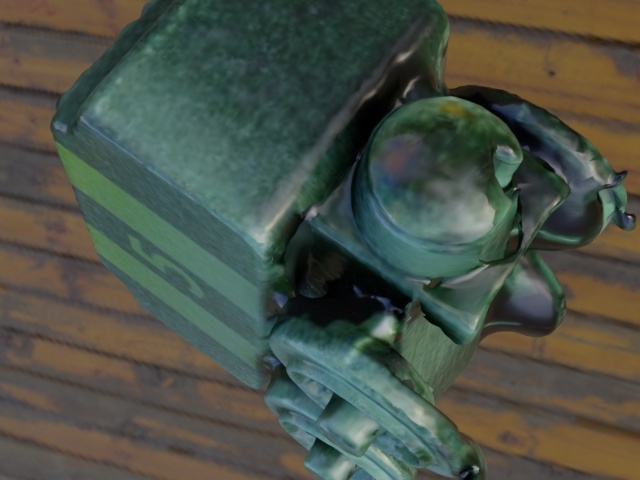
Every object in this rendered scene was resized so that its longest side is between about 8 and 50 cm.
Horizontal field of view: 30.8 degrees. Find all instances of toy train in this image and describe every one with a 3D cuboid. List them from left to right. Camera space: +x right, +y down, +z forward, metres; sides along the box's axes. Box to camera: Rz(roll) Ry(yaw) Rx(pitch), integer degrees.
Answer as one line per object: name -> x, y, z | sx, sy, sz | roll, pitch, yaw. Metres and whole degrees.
toy train -> 0.000, 0.000, 0.538 | 0.238, 0.167, 0.299 | 35, 161, 9
